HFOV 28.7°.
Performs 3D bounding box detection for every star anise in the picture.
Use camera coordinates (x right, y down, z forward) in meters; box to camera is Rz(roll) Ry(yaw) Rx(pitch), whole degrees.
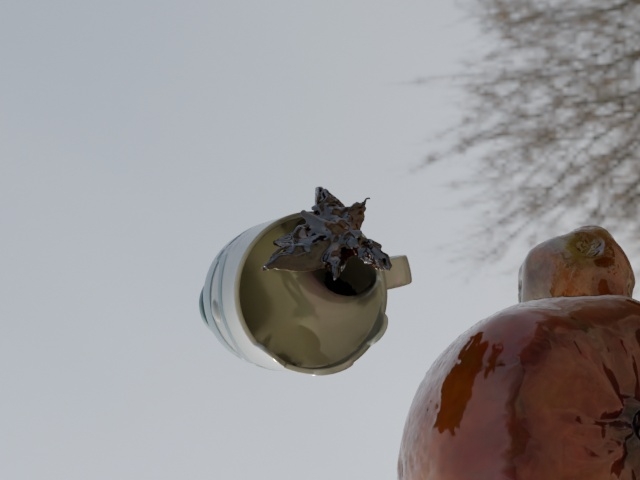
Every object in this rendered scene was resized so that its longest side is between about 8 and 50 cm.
[{"bbox_3d":[0.001,0.003,1.576,0.212,0.157,0.053,-108,-4,-53],"label":"star anise"}]

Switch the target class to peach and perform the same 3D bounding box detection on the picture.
[{"bbox_3d":[0.467,0.075,2.277,0.214,0.214,0.235,59,-137,-35],"label":"peach"}]

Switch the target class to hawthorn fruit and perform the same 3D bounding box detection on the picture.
[{"bbox_3d":[0.320,0.305,1.694,0.472,0.472,0.471,-2,-87,-53],"label":"hawthorn fruit"}]

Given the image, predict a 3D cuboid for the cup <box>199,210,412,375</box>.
[{"bbox_3d":[-0.015,0.070,1.772,0.290,0.258,0.219,-13,-89,-20],"label":"cup"}]
